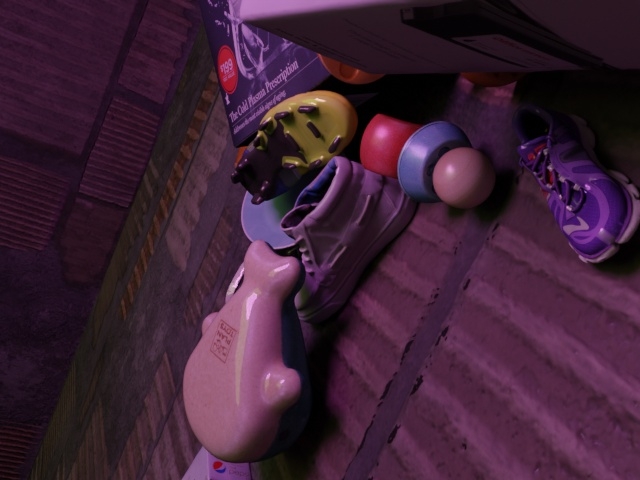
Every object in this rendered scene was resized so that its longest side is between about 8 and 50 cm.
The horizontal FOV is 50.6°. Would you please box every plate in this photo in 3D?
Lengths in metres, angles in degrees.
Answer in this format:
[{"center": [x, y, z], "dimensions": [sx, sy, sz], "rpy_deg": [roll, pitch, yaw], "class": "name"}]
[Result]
[{"center": [-0.035, -0.066, 0.986], "dimensions": [0.188, 0.024, 0.188], "rpy_deg": [-20, 51, 26], "class": "plate"}]

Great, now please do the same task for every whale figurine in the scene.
[{"center": [-0.068, 0.141, 0.850], "dimensions": [0.216, 0.141, 0.271], "rpy_deg": [24, 100, 50], "class": "whale figurine"}]

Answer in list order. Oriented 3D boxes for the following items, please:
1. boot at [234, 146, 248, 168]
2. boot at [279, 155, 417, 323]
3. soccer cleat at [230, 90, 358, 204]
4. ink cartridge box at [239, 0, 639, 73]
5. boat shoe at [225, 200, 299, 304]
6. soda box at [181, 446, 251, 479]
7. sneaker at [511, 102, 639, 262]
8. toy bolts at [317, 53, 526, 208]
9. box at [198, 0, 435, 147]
[{"center": [-0.072, -0.210, 1.172], "dimensions": [0.211, 0.104, 0.295], "rpy_deg": [-68, 21, 6], "class": "boot"}, {"center": [0.000, 0.000, 0.847], "dimensions": [0.258, 0.124, 0.095], "rpy_deg": [-54, 29, 32], "class": "boot"}, {"center": [-0.027, -0.134, 0.872], "dimensions": [0.121, 0.093, 0.289], "rpy_deg": [-46, 8, -27], "class": "soccer cleat"}, {"center": [0.145, -0.266, 0.424], "dimensions": [0.395, 0.166, 0.285], "rpy_deg": [14, 95, 48], "class": "ink cartridge box"}, {"center": [-0.061, 0.017, 1.046], "dimensions": [0.079, 0.084, 0.233], "rpy_deg": [22, 85, 30], "class": "boat shoe"}, {"center": [-0.179, 0.397, 1.000], "dimensions": [0.216, 0.069, 0.074], "rpy_deg": [-58, 27, 24], "class": "soda box"}, {"center": [0.194, -0.050, 0.548], "dimensions": [0.068, 0.071, 0.169], "rpy_deg": [-54, 30, 33], "class": "sneaker"}, {"center": [0.110, -0.143, 0.664], "dimensions": [0.158, 0.219, 0.228], "rpy_deg": [-137, 50, -57], "class": "toy bolts"}, {"center": [-0.016, -0.325, 0.905], "dimensions": [0.343, 0.179, 0.312], "rpy_deg": [-19, 84, 60], "class": "box"}]
